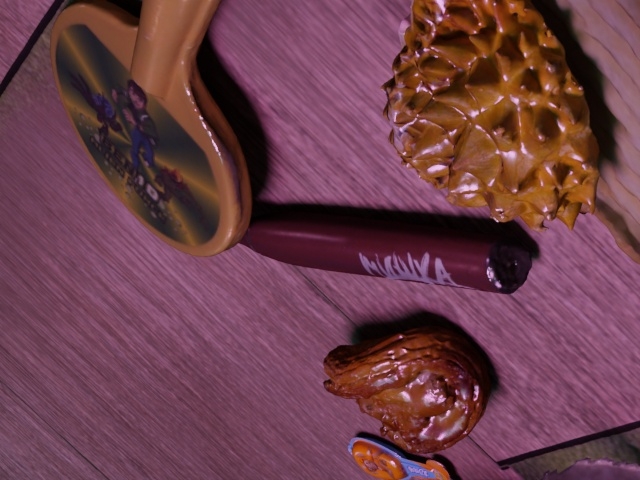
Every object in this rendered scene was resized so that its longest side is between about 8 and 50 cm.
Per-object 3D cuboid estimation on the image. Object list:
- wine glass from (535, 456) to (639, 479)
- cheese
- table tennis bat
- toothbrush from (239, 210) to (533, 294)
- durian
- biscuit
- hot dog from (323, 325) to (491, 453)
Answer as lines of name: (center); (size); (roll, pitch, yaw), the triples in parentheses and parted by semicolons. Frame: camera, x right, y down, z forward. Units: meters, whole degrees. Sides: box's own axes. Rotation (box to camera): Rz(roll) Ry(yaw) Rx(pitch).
wine glass: (0.154, 0.299, 1.332); (0.238, 0.238, 0.323); (38, 149, 4)
cheese: (0.063, 0.177, 1.486); (0.111, 0.017, 0.047); (8, 142, 44)
table tennis bat: (-0.107, -0.102, 1.257); (0.198, 0.050, 0.321); (48, 154, 12)
toothbrush: (-0.001, 0.001, 1.286); (0.364, 0.041, 0.041); (7, 138, 48)
durian: (0.070, -0.084, 0.949); (0.140, 0.078, 0.224); (50, 166, 48)
biscuit: (0.136, -0.094, 0.931); (0.187, 0.036, 0.274); (44, 162, 46)
hot dog: (0.056, 0.103, 1.339); (0.099, 0.065, 0.147); (40, 152, -21)
